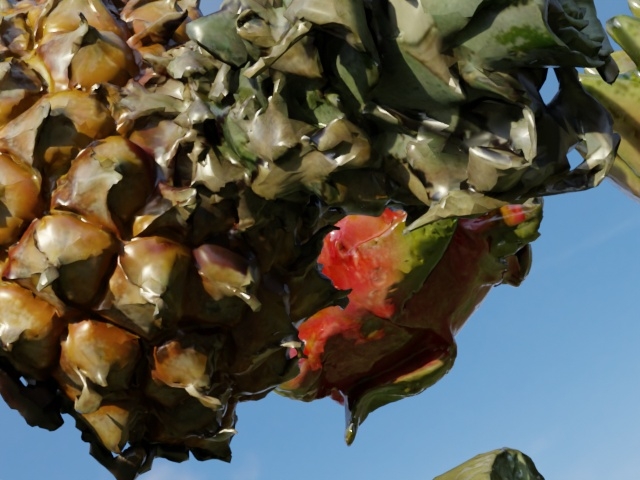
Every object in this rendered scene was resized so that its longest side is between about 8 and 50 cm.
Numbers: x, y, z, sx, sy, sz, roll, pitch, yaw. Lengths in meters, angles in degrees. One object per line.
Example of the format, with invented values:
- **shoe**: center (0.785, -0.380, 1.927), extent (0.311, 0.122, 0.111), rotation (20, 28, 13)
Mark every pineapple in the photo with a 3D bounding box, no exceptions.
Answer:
- **pineapple**: center (-0.001, -0.055, 0.716), extent (0.271, 0.262, 0.262), rotation (-25, -19, 33)

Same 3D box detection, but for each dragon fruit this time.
- **dragon fruit**: center (-0.002, -0.011, 1.108), extent (0.302, 0.231, 0.237), rotation (-10, -64, -6)

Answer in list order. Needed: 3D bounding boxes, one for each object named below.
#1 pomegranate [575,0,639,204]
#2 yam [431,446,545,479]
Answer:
- **pomegranate**: center (0.253, -0.002, 0.827), extent (0.236, 0.302, 0.236), rotation (-61, -7, -13)
- **yam**: center (-0.036, 0.211, 0.818), extent (0.371, 0.083, 0.083), rotation (-36, -24, 33)
